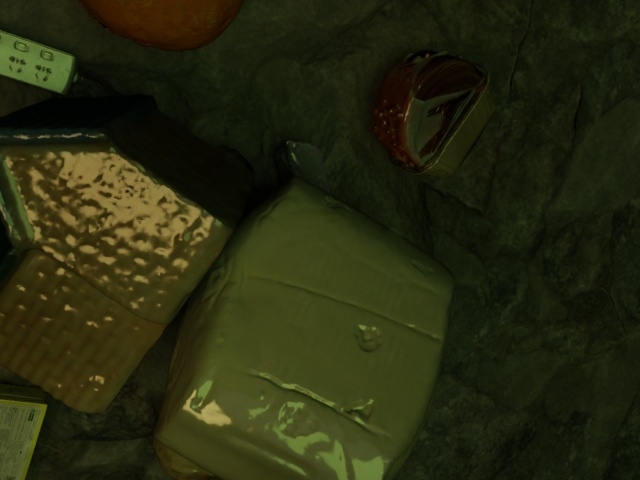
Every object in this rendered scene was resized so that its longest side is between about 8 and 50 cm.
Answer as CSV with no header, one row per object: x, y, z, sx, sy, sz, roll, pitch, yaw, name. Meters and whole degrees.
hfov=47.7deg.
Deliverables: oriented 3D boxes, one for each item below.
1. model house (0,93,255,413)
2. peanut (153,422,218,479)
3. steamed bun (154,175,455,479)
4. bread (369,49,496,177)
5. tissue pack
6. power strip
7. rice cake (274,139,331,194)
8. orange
-0.333,-0.017,1.009,0.343,0.334,0.382,33,106,-11,model house
-0.220,0.348,1.271,0.141,0.109,0.159,-17,101,-30,peanut
-0.030,0.164,1.096,0.371,0.290,0.455,29,58,-3,steamed bun
0.199,-0.222,1.254,0.212,0.142,0.224,30,94,-46,bread
-0.509,0.320,1.154,0.095,0.062,0.175,14,99,-29,tissue pack
-0.441,-0.261,1.017,0.253,0.027,0.060,15,97,-27,power strip
0.000,0.001,1.282,0.070,0.064,0.398,-26,116,-26,rice cake
-0.213,-0.376,0.961,0.246,0.246,0.246,-7,109,-22,orange
